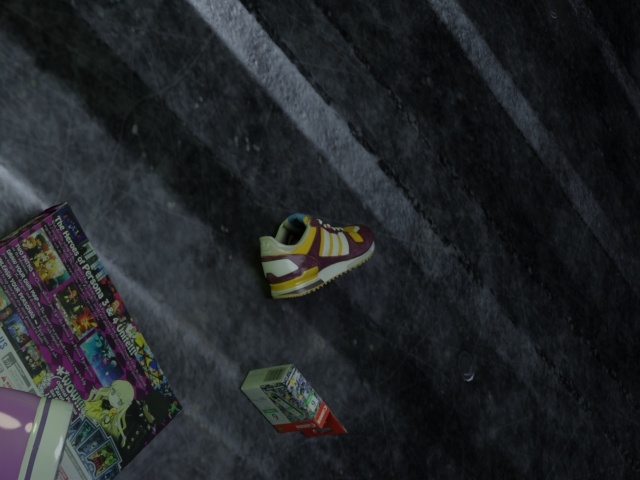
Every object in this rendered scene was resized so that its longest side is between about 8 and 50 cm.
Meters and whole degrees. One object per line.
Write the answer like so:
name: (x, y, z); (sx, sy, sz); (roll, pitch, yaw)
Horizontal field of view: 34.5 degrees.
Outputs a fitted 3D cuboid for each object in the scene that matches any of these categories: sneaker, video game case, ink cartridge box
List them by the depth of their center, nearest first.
sneaker: (-0.294, 0.244, 0.770); (0.161, 0.102, 0.282); (12, 84, -14)
video game case: (-0.243, 0.115, 0.893); (0.210, 0.041, 0.232); (-44, 114, -47)
ink cartridge box: (-0.028, 0.185, 1.119); (0.115, 0.062, 0.029); (53, 43, -26)
sneaker: (0.000, 0.000, 1.204); (0.185, 0.069, 0.084); (-33, 110, -51)
